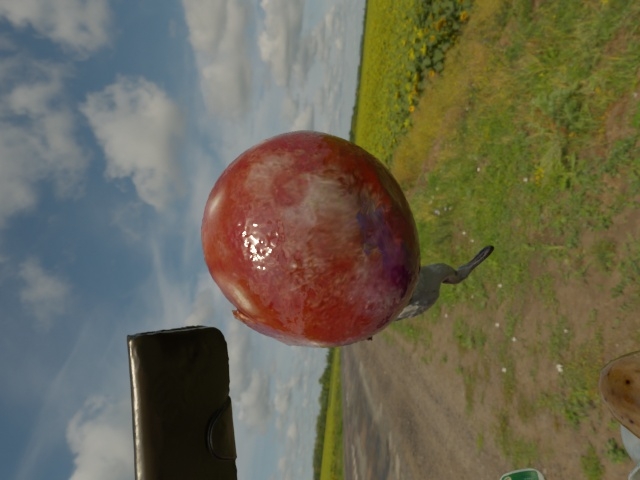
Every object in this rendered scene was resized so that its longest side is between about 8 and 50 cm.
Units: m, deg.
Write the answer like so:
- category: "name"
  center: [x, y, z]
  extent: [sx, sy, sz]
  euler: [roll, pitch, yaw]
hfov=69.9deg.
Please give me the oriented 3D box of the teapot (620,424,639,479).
- category: "teapot"
  center: [0.690, 0.345, 0.837]
  extent: [0.208, 0.299, 0.166]
  euler: [58, -161, 17]

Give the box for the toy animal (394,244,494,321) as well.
- category: "toy animal"
  center: [0.187, 0.089, 0.890]
  extent: [0.195, 0.324, 0.090]
  euler: [-61, 41, 34]

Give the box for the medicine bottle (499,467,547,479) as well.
- category: "medicine bottle"
  center: [0.485, 0.630, 1.067]
  extent: [0.069, 0.119, 0.183]
  euler: [59, -156, -14]

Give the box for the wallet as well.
- category: "wallet"
  center: [-0.173, 0.269, 0.602]
  extent: [0.165, 0.042, 0.310]
  euler: [7, -106, -56]

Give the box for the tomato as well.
- category: "tomato"
  center: [0.003, 0.004, 0.627]
  extent: [0.335, 0.289, 0.176]
  euler: [63, 158, -2]

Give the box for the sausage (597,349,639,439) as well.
- category: "sausage"
  center: [0.579, 0.278, 0.508]
  extent: [0.136, 0.500, 0.123]
  euler: [-50, -46, -16]
